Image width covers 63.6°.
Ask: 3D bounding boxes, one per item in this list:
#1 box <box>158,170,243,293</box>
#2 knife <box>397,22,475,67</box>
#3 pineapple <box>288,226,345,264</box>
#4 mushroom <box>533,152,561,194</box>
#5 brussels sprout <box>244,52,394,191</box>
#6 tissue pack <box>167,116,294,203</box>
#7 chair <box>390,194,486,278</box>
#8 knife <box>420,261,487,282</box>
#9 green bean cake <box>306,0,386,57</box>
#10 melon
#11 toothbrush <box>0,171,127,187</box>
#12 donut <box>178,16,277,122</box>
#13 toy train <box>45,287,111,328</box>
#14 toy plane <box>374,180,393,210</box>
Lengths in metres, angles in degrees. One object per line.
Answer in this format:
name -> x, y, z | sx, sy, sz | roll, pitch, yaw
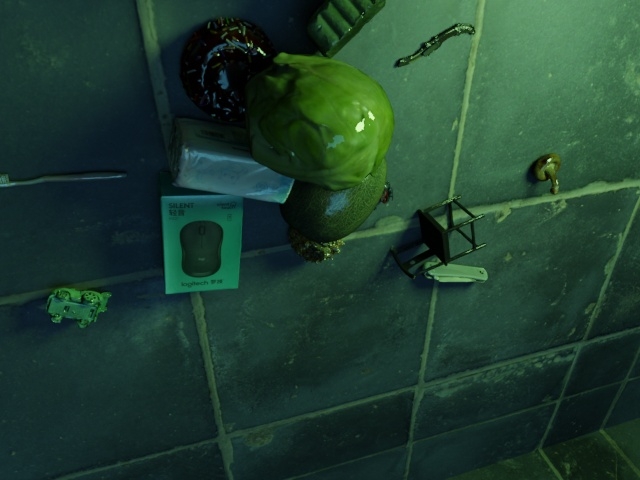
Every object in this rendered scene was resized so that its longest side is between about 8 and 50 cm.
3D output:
box -> -0.312, -0.016, 1.343 | 0.204, 0.118, 0.312 | -4, 125, -20
knife -> 0.291, -0.496, 1.300 | 0.222, 0.021, 0.046 | -26, 131, -3
pineapple -> -0.002, 0.003, 1.460 | 0.161, 0.137, 0.176 | -34, 129, 5
mushroom -> 0.711, -0.206, 1.619 | 0.088, 0.072, 0.130 | -6, 92, -34
brussels sprout -> 0.002, -0.250, 1.097 | 0.327, 0.328, 0.247 | -5, 131, -17
tissue pack -> -0.209, -0.188, 1.211 | 0.270, 0.201, 0.124 | 8, 115, -25
chair -> 0.352, -0.011, 1.580 | 0.259, 0.155, 0.142 | -23, 127, -8
knife -> 0.459, 0.114, 1.753 | 0.265, 0.073, 0.041 | 5, 130, -26
green bean cake -> 0.054, -0.487, 1.110 | 0.183, 0.185, 0.094 | -41, 103, 12
melon -> 0.034, -0.141, 1.312 | 0.302, 0.237, 0.237 | -50, 126, 1
toothbrush -> -0.611, -0.147, 1.198 | 0.306, 0.025, 0.030 | -6, 117, -16
donut -> -0.199, -0.373, 1.159 | 0.234, 0.089, 0.235 | -9, 127, -13
toy train -> -0.645, 0.169, 1.376 | 0.149, 0.081, 0.099 | 16, 117, -23
toy plane -> 0.174, -0.154, 1.483 | 0.060, 0.037, 0.145 | -13, 131, 1
